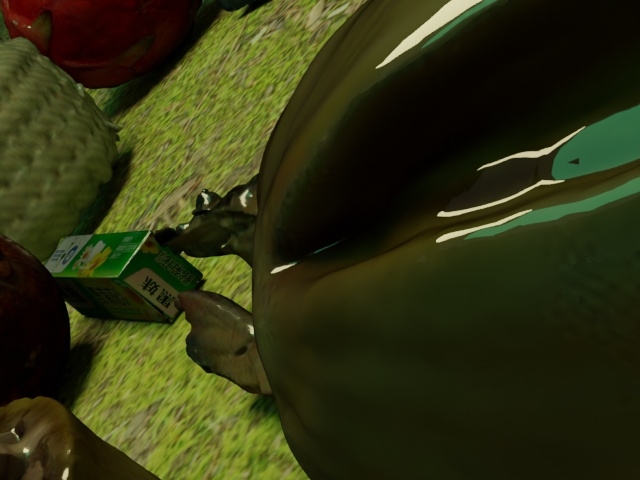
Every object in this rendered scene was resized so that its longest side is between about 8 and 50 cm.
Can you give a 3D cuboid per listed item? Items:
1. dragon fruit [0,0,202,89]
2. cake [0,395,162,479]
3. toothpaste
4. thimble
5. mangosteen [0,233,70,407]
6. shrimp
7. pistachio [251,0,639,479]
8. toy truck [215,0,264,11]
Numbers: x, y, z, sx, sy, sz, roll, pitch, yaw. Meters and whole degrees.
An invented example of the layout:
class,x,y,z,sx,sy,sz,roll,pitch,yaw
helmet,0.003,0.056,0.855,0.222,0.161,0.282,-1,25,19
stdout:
class,x,y,z,sx,sy,sz,roll,pitch,yaw
dragon fruit,-0.196,-0.221,1.443,0.209,0.172,0.172,-35,22,38
cake,-0.145,0.134,0.592,0.185,0.178,0.207,-44,16,14
toothpaste,-0.124,0.022,0.983,0.037,0.043,0.178,-56,20,-16
thimble,-0.269,-0.049,1.271,0.219,0.150,0.219,-43,13,13
mangosteen,-0.224,0.076,0.993,0.146,0.181,0.156,-7,38,-9
shrimp,-0.003,0.013,0.711,0.254,0.059,0.145,-22,41,44
pistachio,0.102,-0.015,0.389,0.288,0.197,0.166,-23,72,31
toy truck,-0.024,-0.281,1.347,0.088,0.074,0.201,-1,48,54
